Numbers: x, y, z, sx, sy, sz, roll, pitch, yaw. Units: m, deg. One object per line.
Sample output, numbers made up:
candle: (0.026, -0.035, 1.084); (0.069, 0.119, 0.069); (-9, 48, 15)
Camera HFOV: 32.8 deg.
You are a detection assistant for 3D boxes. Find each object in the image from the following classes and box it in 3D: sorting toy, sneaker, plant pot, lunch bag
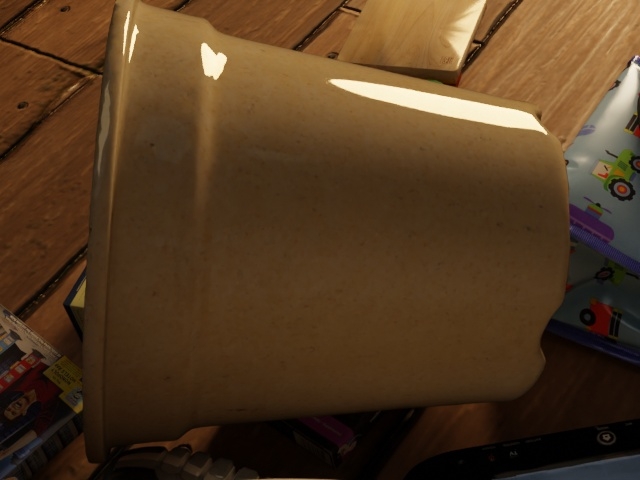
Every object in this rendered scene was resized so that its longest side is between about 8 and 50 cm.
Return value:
sorting toy: (0.105, -0.218, 1.181); (0.132, 0.046, 0.274); (8, 49, 20)
sneaker: (-0.071, 0.229, 0.761); (0.228, 0.086, 0.132); (9, 51, 19)
plant pot: (0.000, 0.000, 0.788); (0.305, 0.334, 0.334); (4, 45, -7)
lunch bag: (0.332, 0.007, 0.871); (0.293, 0.138, 0.221); (26, 53, 21)

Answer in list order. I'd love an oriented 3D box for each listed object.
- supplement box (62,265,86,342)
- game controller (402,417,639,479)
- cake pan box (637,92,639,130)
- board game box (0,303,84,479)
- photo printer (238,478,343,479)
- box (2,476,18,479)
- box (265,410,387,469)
supplement box: (-0.169, 0.051, 0.974); (0.083, 0.056, 0.083); (7, 49, 19)
game controller: (0.213, 0.195, 0.738); (0.319, 0.067, 0.166); (-10, 49, 2)
cake pan box: (0.384, -0.080, 0.846); (0.267, 0.070, 0.246); (13, 49, -8)
board game box: (-0.301, 0.154, 0.900); (0.194, 0.060, 0.194); (30, 60, 34)
photo printer: (0.043, 0.235, 0.572); (0.256, 0.307, 0.107); (3, 47, 14)
box: (-0.256, 0.272, 0.754); (0.130, 0.091, 0.170); (-15, 45, -3)
box: (0.019, 0.099, 0.905); (0.116, 0.029, 0.162); (28, 59, 32)
